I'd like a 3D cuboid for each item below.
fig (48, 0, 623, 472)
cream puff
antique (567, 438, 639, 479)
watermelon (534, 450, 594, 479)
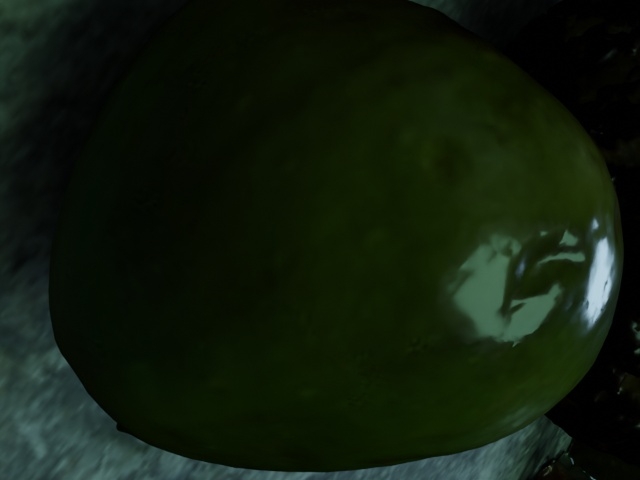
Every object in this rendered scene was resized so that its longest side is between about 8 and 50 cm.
[{"bbox_3d":[0.000,0.000,0.530,0.191,0.181,0.181,-33,151,12],"label":"fig"},{"bbox_3d":[0.174,-0.014,0.685,0.239,0.239,0.165,-36,168,-27],"label":"cream puff"},{"bbox_3d":[0.246,0.070,1.029,0.080,0.081,0.221,-22,137,-44],"label":"antique"},{"bbox_3d":[0.131,0.275,1.071,0.231,0.128,0.146,-47,167,-16],"label":"watermelon"}]
